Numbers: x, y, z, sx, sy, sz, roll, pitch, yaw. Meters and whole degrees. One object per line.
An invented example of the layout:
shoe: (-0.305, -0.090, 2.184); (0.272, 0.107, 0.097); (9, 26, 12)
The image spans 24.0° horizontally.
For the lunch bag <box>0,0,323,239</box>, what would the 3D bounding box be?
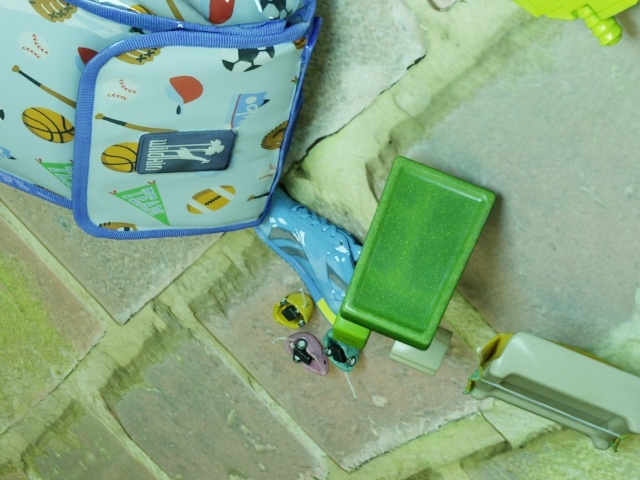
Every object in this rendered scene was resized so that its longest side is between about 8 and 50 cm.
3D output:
lunch bag: (-0.201, -0.178, 1.403); (0.385, 0.239, 0.328); (24, 147, 4)

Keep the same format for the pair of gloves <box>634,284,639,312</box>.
pair of gloves: (0.388, 0.105, 1.214); (0.240, 0.042, 0.204); (51, 146, -15)

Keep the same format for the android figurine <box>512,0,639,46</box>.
android figurine: (0.148, -0.256, 1.045); (0.273, 0.056, 0.248); (53, 149, -11)

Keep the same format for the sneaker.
sneaker: (0.000, 0.000, 1.548); (0.082, 0.069, 0.209); (-43, 84, 29)

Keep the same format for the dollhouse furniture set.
dollhouse furniture set: (0.177, 0.066, 1.402); (0.301, 0.151, 0.197); (22, 168, 4)

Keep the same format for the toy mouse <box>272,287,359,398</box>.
toy mouse: (0.003, 0.117, 1.708); (0.143, 0.031, 0.161); (47, 150, -4)
